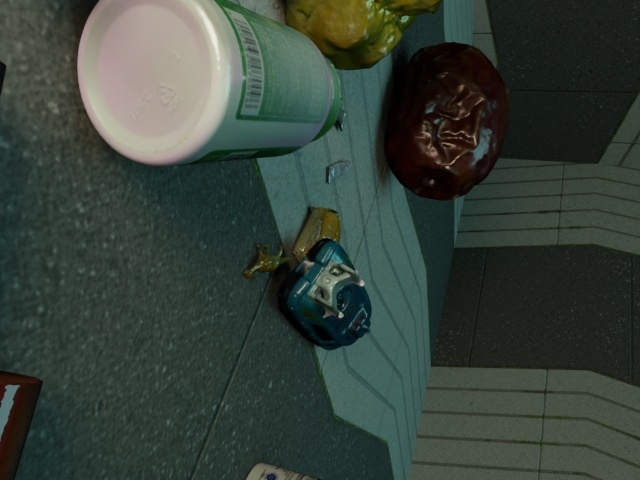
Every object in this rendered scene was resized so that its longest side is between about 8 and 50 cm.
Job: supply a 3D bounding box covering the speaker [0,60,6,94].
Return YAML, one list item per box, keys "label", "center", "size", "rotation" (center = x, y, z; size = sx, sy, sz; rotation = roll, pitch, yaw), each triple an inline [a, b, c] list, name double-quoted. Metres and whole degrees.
- label: "speaker"
  center: [-0.221, 0.002, 0.262]
  size: [0.082, 0.044, 0.218]
  rotation: [25, 73, -69]

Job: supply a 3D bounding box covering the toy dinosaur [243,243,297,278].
- label: "toy dinosaur"
  center: [-0.065, 0.022, 0.714]
  size: [0.113, 0.026, 0.041]
  rotation: [-24, 127, -56]

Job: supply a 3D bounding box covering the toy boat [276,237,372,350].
- label: "toy boat"
  center: [0.036, 0.114, 0.857]
  size: [0.134, 0.092, 0.299]
  rotation: [-53, 152, -11]

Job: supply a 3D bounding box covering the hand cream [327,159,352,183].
- label: "hand cream"
  center: [0.031, -0.124, 0.948]
  size: [0.093, 0.019, 0.030]
  rotation: [-34, 130, -55]

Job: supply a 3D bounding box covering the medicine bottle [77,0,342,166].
- label: "medicine bottle"
  center: [-0.071, -0.140, 0.492]
  size: [0.274, 0.133, 0.133]
  rotation: [-25, 120, -65]

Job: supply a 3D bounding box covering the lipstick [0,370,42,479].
- label: "lipstick"
  center: [-0.234, 0.253, 0.295]
  size: [0.057, 0.057, 0.356]
  rotation: [38, 61, -67]

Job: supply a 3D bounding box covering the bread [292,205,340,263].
- label: "bread"
  center: [0.000, 0.000, 0.848]
  size: [0.106, 0.053, 0.072]
  rotation: [-63, 149, -31]

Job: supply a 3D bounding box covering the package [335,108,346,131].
- label: "package"
  center: [0.022, -0.212, 0.888]
  size: [0.110, 0.015, 0.037]
  rotation: [11, 85, -71]

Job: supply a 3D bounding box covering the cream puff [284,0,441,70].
- label: "cream puff"
  center: [0.093, -0.392, 0.686]
  size: [0.291, 0.257, 0.324]
  rotation: [-6, 102, -65]

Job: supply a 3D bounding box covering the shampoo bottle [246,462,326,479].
- label: "shampoo bottle"
  center: [0.042, 0.384, 0.727]
  size: [0.092, 0.303, 0.092]
  rotation: [7, 90, -71]

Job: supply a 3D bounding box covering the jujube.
- label: "jujube"
  center: [0.294, -0.285, 1.256]
  size: [0.276, 0.276, 0.377]
  rotation: [55, 47, -61]
